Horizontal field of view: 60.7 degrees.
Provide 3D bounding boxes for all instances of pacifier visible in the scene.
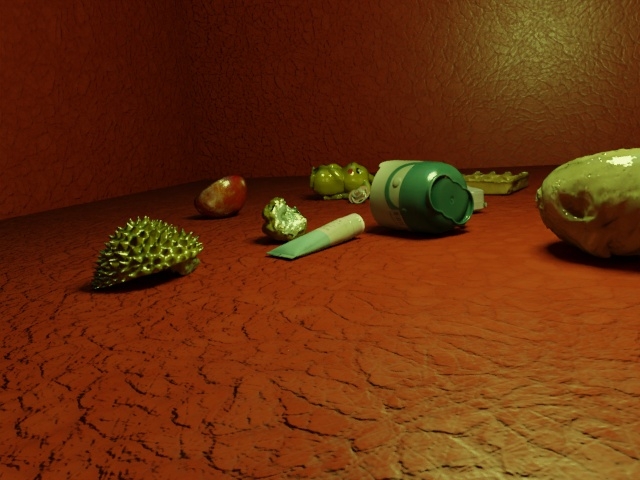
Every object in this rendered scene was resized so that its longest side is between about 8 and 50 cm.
[{"bbox_3d":[0.177,-0.191,2.407,0.099,0.081,0.078,-22,-29,19],"label":"pacifier"}]

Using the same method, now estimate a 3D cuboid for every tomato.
[{"bbox_3d":[-0.400,-0.162,2.266,0.233,0.139,0.200,-37,-11,25],"label":"tomato"}]

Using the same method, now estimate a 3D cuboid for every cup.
[{"bbox_3d":[0.320,-0.118,1.653,0.290,0.219,0.257,27,-8,-35],"label":"cup"}]

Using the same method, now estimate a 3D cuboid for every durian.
[{"bbox_3d":[-0.399,0.036,1.338,0.172,0.166,0.306,33,32,19],"label":"durian"}]

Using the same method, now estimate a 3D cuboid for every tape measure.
[{"bbox_3d":[0.463,-0.142,1.945,0.196,0.105,0.178,-7,19,-8],"label":"tape measure"}]

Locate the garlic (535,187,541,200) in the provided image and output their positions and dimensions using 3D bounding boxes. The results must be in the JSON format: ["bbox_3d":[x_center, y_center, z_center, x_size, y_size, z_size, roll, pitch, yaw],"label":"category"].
[{"bbox_3d":[0.827,-0.161,1.883,0.159,0.102,0.147,-2,13,16],"label":"garlic"}]

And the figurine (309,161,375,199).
[{"bbox_3d":[0.109,-0.274,2.564,0.327,0.169,0.218,-5,27,6],"label":"figurine"}]

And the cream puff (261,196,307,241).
[{"bbox_3d":[-0.116,-0.052,1.683,0.156,0.121,0.156,33,-11,7],"label":"cream puff"}]

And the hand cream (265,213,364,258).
[{"bbox_3d":[0.000,0.000,1.546,0.312,0.070,0.111,-24,23,-38],"label":"hand cream"}]

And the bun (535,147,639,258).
[{"bbox_3d":[0.673,-0.074,1.224,0.326,0.234,0.362,-3,-6,-26],"label":"bun"}]

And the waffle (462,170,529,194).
[{"bbox_3d":[0.731,-0.258,2.465,0.348,0.077,0.304,4,15,36],"label":"waffle"}]
